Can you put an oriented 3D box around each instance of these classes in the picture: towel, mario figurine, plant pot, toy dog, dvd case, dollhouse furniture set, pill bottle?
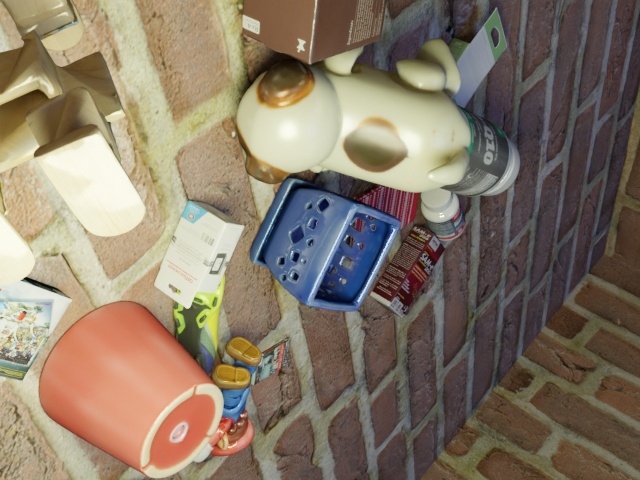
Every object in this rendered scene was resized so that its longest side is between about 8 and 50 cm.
[{"bbox_3d":[0.167,-0.080,2.211,0.275,0.031,0.199,-32,140,-39],"label":"towel"},{"bbox_3d":[-0.231,0.354,1.896,0.198,0.170,0.320,-20,142,-35],"label":"mario figurine"},{"bbox_3d":[-0.328,0.283,1.568,0.275,0.243,0.275,-36,143,-34],"label":"plant pot"},{"bbox_3d":[0.043,-0.205,1.600,0.408,0.395,0.284,3,134,-21],"label":"toy dog"},{"bbox_3d":[-0.122,0.296,2.122,0.119,0.013,0.087,-28,138,-44],"label":"dvd case"},{"bbox_3d":[0.000,0.000,1.845,0.236,0.212,0.236,14,104,-59],"label":"plant pot"},{"bbox_3d":[-0.413,-0.082,1.025,0.394,0.362,0.256,-25,142,-3],"label":"dollhouse furniture set"},{"bbox_3d":[0.335,-0.084,2.383,0.108,0.108,0.180,-53,150,-11],"label":"pill bottle"},{"bbox_3d":[0.353,-0.221,2.172,0.361,0.204,0.204,9,108,-55],"label":"pill bottle"}]

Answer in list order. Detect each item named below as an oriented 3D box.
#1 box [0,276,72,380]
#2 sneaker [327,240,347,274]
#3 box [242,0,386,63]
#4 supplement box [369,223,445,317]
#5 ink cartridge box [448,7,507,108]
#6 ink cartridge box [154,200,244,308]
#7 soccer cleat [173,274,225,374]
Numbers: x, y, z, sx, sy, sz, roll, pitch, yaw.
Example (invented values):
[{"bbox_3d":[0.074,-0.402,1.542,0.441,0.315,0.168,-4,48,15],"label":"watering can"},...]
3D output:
[{"bbox_3d":[-0.514,0.123,1.341,0.159,0.044,0.233,-58,150,-3],"label":"box"},{"bbox_3d":[0.017,0.045,2.056,0.082,0.069,0.209,3,114,-61],"label":"sneaker"},{"bbox_3d":[-0.005,-0.430,1.500,0.203,0.168,0.167,-29,139,-42],"label":"box"},{"bbox_3d":[0.248,0.088,2.440,0.239,0.073,0.130,-58,150,-5],"label":"supplement box"},{"bbox_3d":[0.373,-0.452,2.170,0.235,0.056,0.171,-57,150,-9],"label":"ink cartridge box"},{"bbox_3d":[-0.231,0.028,1.629,0.060,0.104,0.180,7,111,-59],"label":"ink cartridge box"},{"bbox_3d":[-0.247,0.155,1.762,0.121,0.093,0.289,-68,170,-67],"label":"soccer cleat"}]
